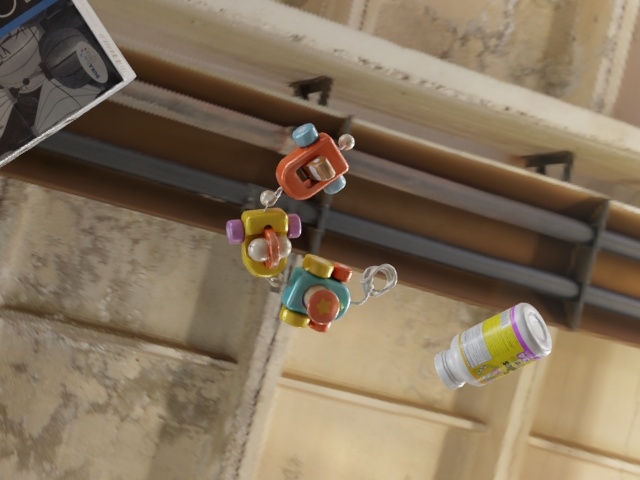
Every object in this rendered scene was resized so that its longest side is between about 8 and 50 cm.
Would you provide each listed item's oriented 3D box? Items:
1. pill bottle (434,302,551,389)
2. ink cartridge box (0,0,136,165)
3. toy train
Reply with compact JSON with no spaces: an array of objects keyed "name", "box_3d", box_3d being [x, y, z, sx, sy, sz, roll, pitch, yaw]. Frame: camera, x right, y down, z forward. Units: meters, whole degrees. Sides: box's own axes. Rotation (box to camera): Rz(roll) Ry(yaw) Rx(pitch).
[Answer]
[{"name":"pill bottle","box_3d":[0.128,0.082,0.820,0.083,0.043,0.043,-30,-74,28]},{"name":"ink cartridge box","box_3d":[-0.333,-0.110,0.882,0.332,0.065,0.165,-33,-80,7]},{"name":"toy train","box_3d":[0.000,0.000,0.857,0.125,0.046,0.166,-31,-64,-7]}]
